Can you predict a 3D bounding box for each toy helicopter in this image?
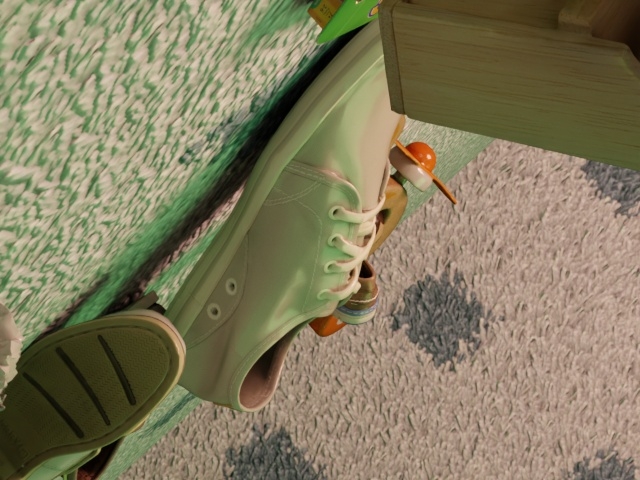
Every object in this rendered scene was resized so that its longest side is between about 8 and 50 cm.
[{"bbox_3d":[0.054,-0.056,1.442,0.235,0.140,0.355,-35,162,-18],"label":"toy helicopter"}]

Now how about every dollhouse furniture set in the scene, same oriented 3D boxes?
[{"bbox_3d":[0.098,-0.141,0.349,0.212,0.161,0.242,-52,146,-36],"label":"dollhouse furniture set"}]

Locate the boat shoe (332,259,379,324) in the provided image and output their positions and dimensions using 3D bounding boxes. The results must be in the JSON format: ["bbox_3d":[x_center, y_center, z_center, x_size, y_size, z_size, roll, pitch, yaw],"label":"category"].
[{"bbox_3d":[0.000,0.000,1.309,0.066,0.183,0.066,-24,145,-36],"label":"boat shoe"}]

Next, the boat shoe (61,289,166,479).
[{"bbox_3d":[-0.221,0.164,1.372,0.116,0.096,0.324,-35,170,-43],"label":"boat shoe"}]

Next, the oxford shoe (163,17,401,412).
[{"bbox_3d":[-0.003,-0.019,1.173,0.449,0.130,0.169,-58,165,25],"label":"oxford shoe"}]

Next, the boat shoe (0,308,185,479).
[{"bbox_3d":[-0.239,0.153,1.193,0.302,0.113,0.103,-33,178,17],"label":"boat shoe"}]

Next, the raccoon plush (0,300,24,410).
[{"bbox_3d":[-0.262,0.198,0.972,0.446,0.216,0.299,-45,-179,22],"label":"raccoon plush"}]

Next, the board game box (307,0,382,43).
[{"bbox_3d":[0.088,-0.220,0.935,0.124,0.039,0.259,-48,174,40],"label":"board game box"}]
